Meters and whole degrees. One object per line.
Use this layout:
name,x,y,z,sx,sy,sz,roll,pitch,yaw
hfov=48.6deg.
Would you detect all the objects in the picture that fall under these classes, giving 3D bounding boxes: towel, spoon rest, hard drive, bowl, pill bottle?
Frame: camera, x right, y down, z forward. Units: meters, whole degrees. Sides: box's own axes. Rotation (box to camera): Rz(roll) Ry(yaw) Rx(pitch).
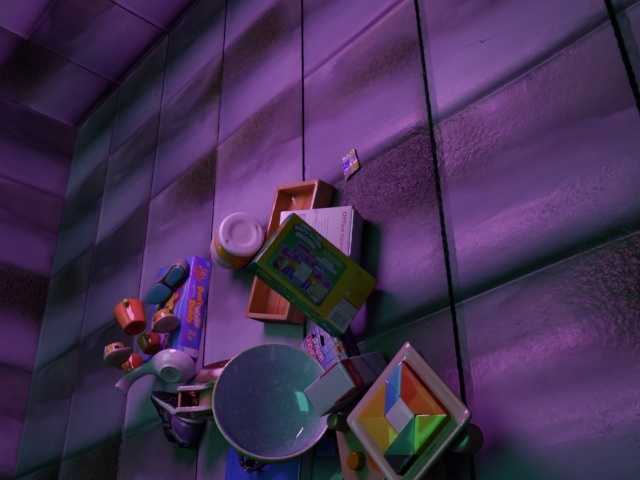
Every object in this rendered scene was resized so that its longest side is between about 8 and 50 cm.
towel,0.084,-0.218,2.029,0.060,0.009,0.083,-39,45,34
spoon rest,-0.533,0.428,2.310,0.276,0.137,0.084,-20,27,15
hard drive,-0.138,0.552,1.869,0.318,0.040,0.210,-20,56,45
bowl,-0.114,0.410,1.706,0.156,0.289,0.290,98,167,-54
pill bottle,-0.266,0.012,2.193,0.245,0.136,0.137,138,143,-66

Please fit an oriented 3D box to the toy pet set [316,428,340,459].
toy pet set,0.009,0.468,1.709,0.122,0.065,0.114,-28,51,41

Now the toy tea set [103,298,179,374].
toy tea set,-0.618,0.313,2.339,0.336,0.200,0.124,-55,47,25

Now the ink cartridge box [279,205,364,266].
ink cartridge box,0.000,0.000,1.886,0.212,0.093,0.154,-5,67,24

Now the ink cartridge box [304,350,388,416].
ink cartridge box,0.068,0.324,1.615,0.127,0.175,0.072,-46,65,26

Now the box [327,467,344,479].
box,0.026,0.621,1.631,0.207,0.036,0.114,-49,40,22

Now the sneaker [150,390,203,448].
sneaker,-0.474,0.565,2.235,0.283,0.107,0.124,16,90,54

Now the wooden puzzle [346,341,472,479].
wooden puzzle,0.161,0.347,1.394,0.221,0.044,0.239,-54,39,12

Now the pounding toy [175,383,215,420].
pounding toy,-0.333,0.438,2.080,0.269,0.154,0.155,-29,51,39

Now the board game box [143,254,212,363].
board game box,-0.494,0.247,2.446,0.233,0.078,0.347,-19,57,45

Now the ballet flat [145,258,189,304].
ballet flat,-0.519,0.141,2.426,0.213,0.072,0.068,-44,15,26

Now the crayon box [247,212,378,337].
crayon box,-0.017,0.085,1.730,0.165,0.278,0.081,-54,7,-24

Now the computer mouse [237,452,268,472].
computer mouse,-0.160,0.473,1.859,0.184,0.060,0.262,-38,56,28

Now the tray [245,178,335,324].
tray,-0.088,0.035,2.057,0.202,0.076,0.411,-4,69,50

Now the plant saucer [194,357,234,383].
plant saucer,-0.260,0.361,1.996,0.198,0.198,0.036,-11,90,48

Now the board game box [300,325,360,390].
board game box,0.005,0.303,1.809,0.194,0.060,0.194,-48,40,23

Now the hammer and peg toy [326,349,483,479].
hammer and peg toy,0.179,0.411,1.479,0.361,0.127,0.266,-37,46,30
